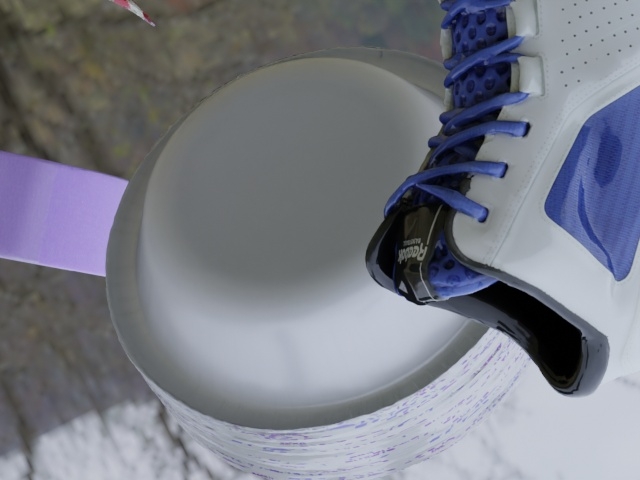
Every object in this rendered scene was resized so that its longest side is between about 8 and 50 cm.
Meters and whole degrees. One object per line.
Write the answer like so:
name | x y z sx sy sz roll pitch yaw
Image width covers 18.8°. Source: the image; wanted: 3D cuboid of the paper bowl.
paper bowl | 0.000 0.000 1.226 0.284 0.284 0.148 -26 146 0

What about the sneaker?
sneaker | 0.100 -0.059 0.923 0.182 0.316 0.127 -26 -172 -26

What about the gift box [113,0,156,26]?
gift box | -0.138 -0.294 1.083 0.258 0.255 0.276 -44 136 17

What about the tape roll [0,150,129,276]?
tape roll | -0.303 -0.033 1.709 0.274 0.090 0.275 11 178 0
